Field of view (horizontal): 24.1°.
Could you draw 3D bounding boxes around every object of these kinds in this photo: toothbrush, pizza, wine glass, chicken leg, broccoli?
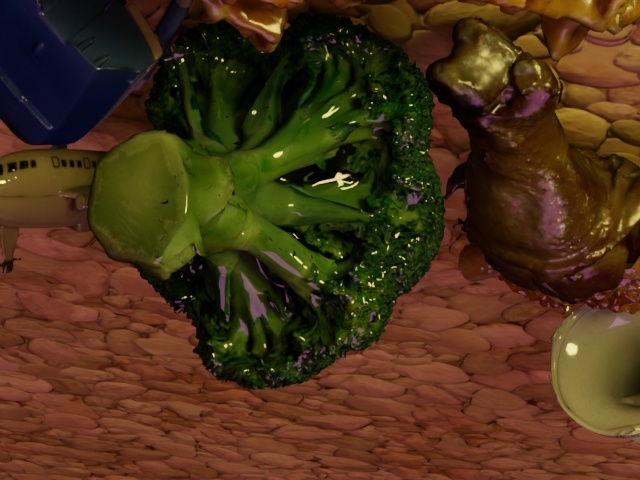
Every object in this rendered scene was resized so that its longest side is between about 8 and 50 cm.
[{"bbox_3d":[-0.109,-0.177,1.163,0.025,0.019,0.276,6,159,-19],"label":"toothbrush"},{"bbox_3d":[0.275,0.035,1.514,0.271,0.056,0.134,9,150,-3],"label":"pizza"},{"bbox_3d":[0.358,0.154,1.654,0.165,0.165,0.196,-5,159,28],"label":"wine glass"},{"bbox_3d":[0.200,-0.040,1.242,0.212,0.140,0.361,11,163,13],"label":"chicken leg"},{"bbox_3d":[-0.046,-0.042,1.120,0.298,0.297,0.297,-4,173,26],"label":"broccoli"}]

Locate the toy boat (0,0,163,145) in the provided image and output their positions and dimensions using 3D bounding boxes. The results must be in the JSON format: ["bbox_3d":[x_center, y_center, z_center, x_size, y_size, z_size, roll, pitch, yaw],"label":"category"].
[{"bbox_3d":[-0.217,-0.142,1.189,0.129,0.088,0.295,50,153,-5],"label":"toy boat"}]

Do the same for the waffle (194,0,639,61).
[{"bbox_3d":[0.044,-0.211,0.867,0.324,0.151,0.261,0,160,15],"label":"waffle"}]

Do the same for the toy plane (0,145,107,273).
[{"bbox_3d":[-0.198,-0.044,1.313,0.256,0.104,0.242,-20,-149,-41],"label":"toy plane"}]
